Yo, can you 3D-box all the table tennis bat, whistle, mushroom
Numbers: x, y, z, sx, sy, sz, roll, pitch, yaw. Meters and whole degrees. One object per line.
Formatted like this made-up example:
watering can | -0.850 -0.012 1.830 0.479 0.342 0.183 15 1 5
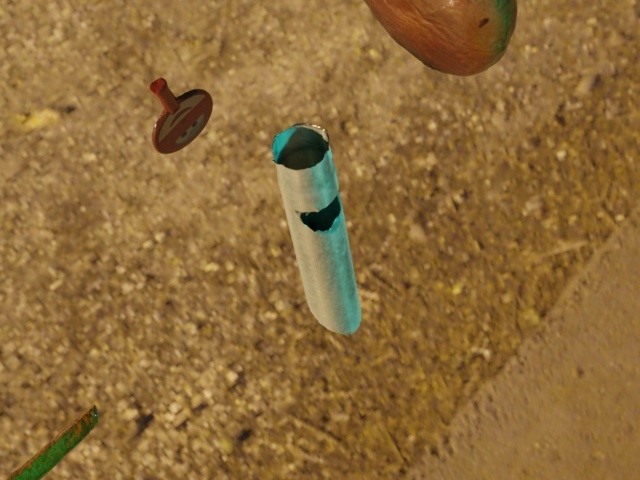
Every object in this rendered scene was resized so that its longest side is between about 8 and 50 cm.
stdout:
table tennis bat | -0.178 -0.158 1.509 0.098 0.154 0.019 -45 69 -7
whistle | 0.000 0.000 1.286 0.062 0.312 0.062 -4 53 5
mushroom | 0.064 -0.151 0.747 0.123 0.123 0.052 24 62 40

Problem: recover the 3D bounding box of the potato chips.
potato chips | -0.288 0.236 1.174 0.204 0.026 0.037 -45 16 -23
